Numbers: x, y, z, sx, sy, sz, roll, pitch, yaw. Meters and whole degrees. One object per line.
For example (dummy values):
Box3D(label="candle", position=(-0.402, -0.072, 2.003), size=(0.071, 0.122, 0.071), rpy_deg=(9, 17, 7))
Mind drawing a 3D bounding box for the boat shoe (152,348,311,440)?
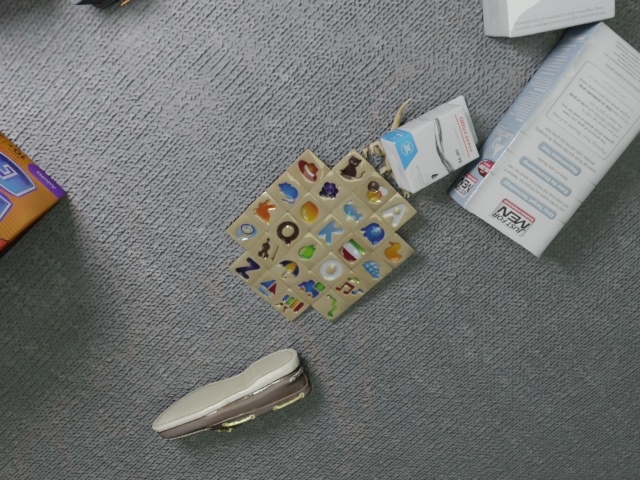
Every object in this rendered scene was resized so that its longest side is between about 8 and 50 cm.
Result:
Box3D(label="boat shoe", position=(-0.176, 0.330, 1.225), size=(0.325, 0.116, 0.096), rpy_deg=(-26, 106, -2))

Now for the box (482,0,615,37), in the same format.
Box3D(label="box", position=(0.366, -0.440, 0.995), size=(0.181, 0.119, 0.181), rpy_deg=(-11, 110, -1))

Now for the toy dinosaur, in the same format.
Box3D(label="toy dinosaur", position=(0.128, -0.166, 1.117), size=(0.093, 0.053, 0.183), rpy_deg=(-12, 110, -16))

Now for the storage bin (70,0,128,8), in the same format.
Box3D(label="storage bin", position=(-0.337, -0.413, 0.942), size=(0.135, 0.091, 0.098), rpy_deg=(-22, 111, 22))

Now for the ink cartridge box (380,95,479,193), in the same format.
Box3D(label="ink cartridge box", position=(0.210, -0.174, 1.082), size=(0.180, 0.060, 0.104), rpy_deg=(-30, 113, -10))

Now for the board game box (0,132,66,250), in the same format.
Box3D(label="board game box", position=(-0.692, -0.037, 0.920), size=(0.356, 0.356, 0.356), rpy_deg=(-41, 108, 8))

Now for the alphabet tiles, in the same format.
Box3D(label="alphabet tiles", position=(0.000, 0.000, 1.151), size=(0.285, 0.011, 0.342), rpy_deg=(42, 110, -16))

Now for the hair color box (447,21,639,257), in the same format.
Box3D(label="hair color box", position=(0.423, -0.178, 1.096), size=(0.185, 0.113, 0.374), rpy_deg=(31, 103, -14))
